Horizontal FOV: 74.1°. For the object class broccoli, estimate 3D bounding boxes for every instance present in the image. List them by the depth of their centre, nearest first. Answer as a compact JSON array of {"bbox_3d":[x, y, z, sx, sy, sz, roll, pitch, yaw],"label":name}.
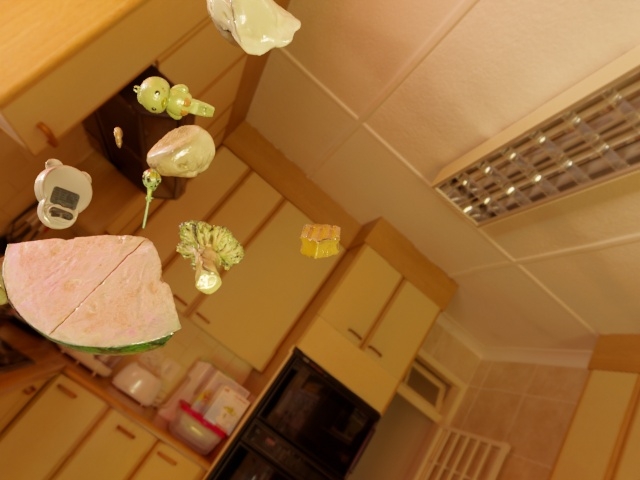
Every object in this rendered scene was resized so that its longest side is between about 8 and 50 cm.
[{"bbox_3d":[-0.405,0.084,1.592,0.361,0.221,0.252,57,0,44],"label":"broccoli"}]

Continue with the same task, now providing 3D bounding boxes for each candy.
[{"bbox_3d":[-0.838,-0.200,2.065,0.083,0.306,0.091,11,15,-18],"label":"candy"}]

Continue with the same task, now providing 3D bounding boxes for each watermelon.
[{"bbox_3d":[-0.469,0.140,0.920,0.222,0.319,0.292,103,-29,-59],"label":"watermelon"}]

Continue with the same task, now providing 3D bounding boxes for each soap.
[{"bbox_3d":[0.000,0.000,1.743,0.160,0.080,0.257,4,17,3],"label":"soap"}]

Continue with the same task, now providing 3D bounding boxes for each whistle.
[{"bbox_3d":[-0.561,-0.532,1.629,0.294,0.141,0.141,16,-16,-17],"label":"whistle"}]

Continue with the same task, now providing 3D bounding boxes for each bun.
[{"bbox_3d":[-0.742,-0.468,2.283,0.326,0.362,0.235,61,-3,48],"label":"bun"}]

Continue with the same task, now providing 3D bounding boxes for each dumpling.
[{"bbox_3d":[-0.181,-0.629,1.143,0.187,0.242,0.318,103,-31,-49],"label":"dumpling"}]

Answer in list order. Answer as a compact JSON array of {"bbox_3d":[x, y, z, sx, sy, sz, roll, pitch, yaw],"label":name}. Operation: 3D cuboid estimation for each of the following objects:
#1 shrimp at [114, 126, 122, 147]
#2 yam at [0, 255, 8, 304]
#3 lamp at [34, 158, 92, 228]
[{"bbox_3d":[-0.588,-0.299,1.237,0.108,0.023,0.059,-155,-119,-67],"label":"shrimp"},{"bbox_3d":[-1.085,0.116,1.530,0.161,0.268,0.161,6,-66,15],"label":"yam"},{"bbox_3d":[-0.923,-0.155,1.511,0.108,0.246,0.179,-13,-27,38],"label":"lamp"}]
